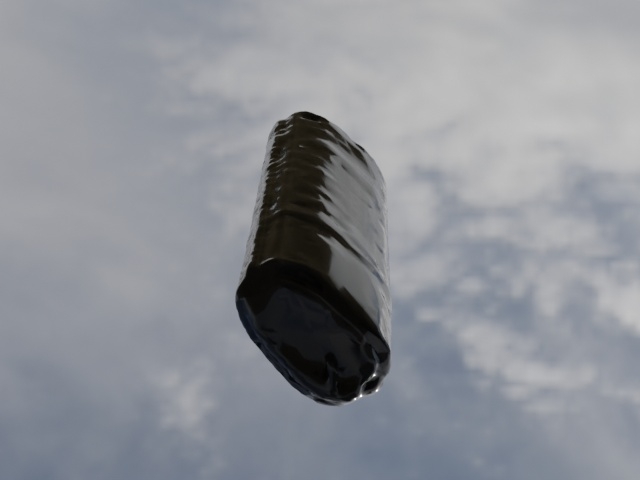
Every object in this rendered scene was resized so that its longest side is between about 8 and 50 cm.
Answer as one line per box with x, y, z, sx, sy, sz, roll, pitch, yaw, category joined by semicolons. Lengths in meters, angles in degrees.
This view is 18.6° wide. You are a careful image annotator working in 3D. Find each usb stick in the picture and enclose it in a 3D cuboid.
0.000;0.000;0.917;0.077;0.045;0.278;42;-166;-11;usb stick
